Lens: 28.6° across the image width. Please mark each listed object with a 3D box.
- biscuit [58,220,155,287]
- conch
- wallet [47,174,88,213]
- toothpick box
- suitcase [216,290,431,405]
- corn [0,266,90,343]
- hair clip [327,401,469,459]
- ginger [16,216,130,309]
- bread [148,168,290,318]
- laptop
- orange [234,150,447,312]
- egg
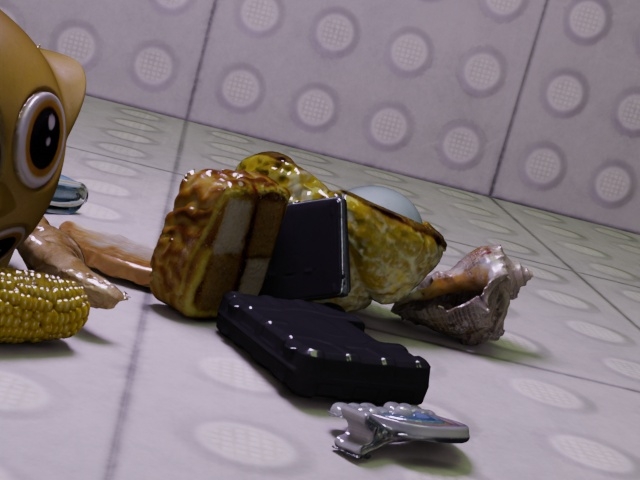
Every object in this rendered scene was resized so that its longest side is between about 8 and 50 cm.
[{"bbox_3d":[-0.265,0.036,1.972,0.309,0.040,0.204,13,11,-9],"label":"biscuit"},{"bbox_3d":[0.234,0.096,2.082,0.245,0.163,0.178,-13,-11,10],"label":"conch"},{"bbox_3d":[-0.563,-0.119,2.257,0.250,0.075,0.176,21,9,33],"label":"wallet"},{"bbox_3d":[-0.524,-0.135,1.538,0.409,0.409,0.425,25,6,41],"label":"toothpick box"},{"bbox_3d":[-0.002,0.144,1.705,0.206,0.066,0.285,8,11,-30],"label":"suitcase"},{"bbox_3d":[-0.411,0.074,1.453,0.310,0.101,0.101,10,12,-38],"label":"corn"},{"bbox_3d":[0.099,0.227,1.509,0.140,0.054,0.220,8,0,42],"label":"hair clip"},{"bbox_3d":[-0.360,0.027,1.719,0.334,0.081,0.148,33,-24,57],"label":"ginger"},{"bbox_3d":[-0.146,0.003,1.832,0.096,0.222,0.181,26,11,39],"label":"bread"},{"bbox_3d":[-0.047,0.017,1.886,0.207,0.154,0.026,-7,-9,35],"label":"laptop"},{"bbox_3d":[0.000,0.000,2.030,0.369,0.210,0.271,28,-10,19],"label":"orange"},{"bbox_3d":[0.080,-0.008,2.288,0.183,0.182,0.264,23,19,34],"label":"egg"}]
